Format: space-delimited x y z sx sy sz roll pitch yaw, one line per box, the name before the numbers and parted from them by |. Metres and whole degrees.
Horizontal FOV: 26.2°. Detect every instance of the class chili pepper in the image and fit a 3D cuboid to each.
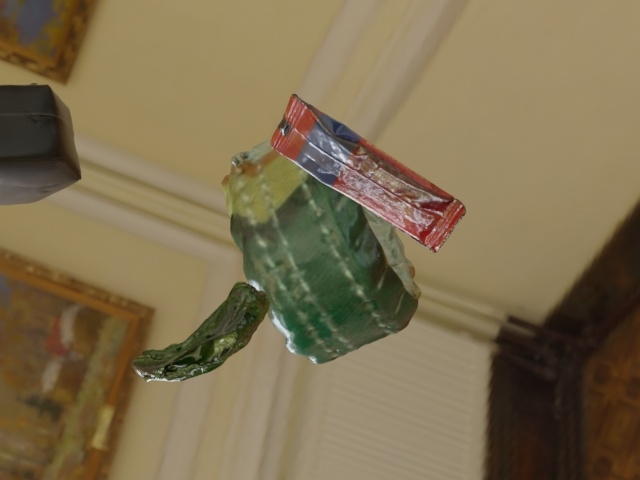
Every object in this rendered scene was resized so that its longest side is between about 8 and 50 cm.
chili pepper | -0.125 0.106 1.383 0.182 0.050 0.073 -29 40 27

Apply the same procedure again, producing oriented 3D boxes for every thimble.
thimble | 0.000 0.000 1.702 0.167 0.288 0.254 -26 -7 10

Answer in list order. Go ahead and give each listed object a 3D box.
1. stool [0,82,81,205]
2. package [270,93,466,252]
stool | -0.481 -0.143 2.080 0.232 0.232 0.141 137 124 -67
package | 0.044 -0.064 1.328 0.022 0.200 0.083 -54 -3 -40
